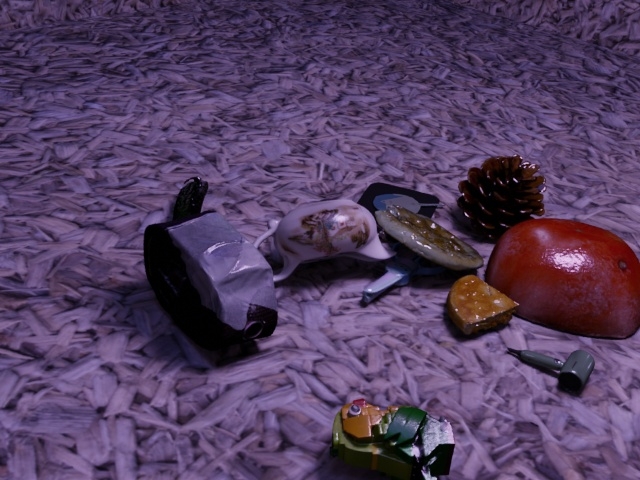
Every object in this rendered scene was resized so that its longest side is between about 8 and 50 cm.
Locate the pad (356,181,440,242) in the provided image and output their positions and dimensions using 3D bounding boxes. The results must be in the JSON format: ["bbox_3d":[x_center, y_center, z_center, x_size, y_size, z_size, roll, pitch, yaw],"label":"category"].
[{"bbox_3d":[0.170,-0.067,1.839,0.181,0.004,0.267,16,33,14],"label":"pad"}]

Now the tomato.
[{"bbox_3d":[0.503,0.042,1.587,0.338,0.144,0.338,7,30,-4],"label":"tomato"}]

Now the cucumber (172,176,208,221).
[{"bbox_3d":[-0.283,-0.055,1.679,0.067,0.067,0.245,4,32,-3],"label":"cucumber"}]

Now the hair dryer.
[{"bbox_3d":[0.398,0.211,1.383,0.150,0.047,0.071,17,33,30],"label":"hair dryer"}]

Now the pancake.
[{"bbox_3d":[0.229,-0.006,1.635,0.253,0.037,0.253,25,16,-8],"label":"pancake"}]

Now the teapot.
[{"bbox_3d":[0.000,0.000,1.559,0.298,0.139,0.204,-10,-3,-8],"label":"teapot"}]

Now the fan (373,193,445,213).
[{"bbox_3d":[0.211,-0.084,1.864,0.175,0.005,0.113,-1,31,-9],"label":"fan"}]

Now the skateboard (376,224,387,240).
[{"bbox_3d":[0.099,-0.016,1.715,0.083,0.032,0.064,-11,27,-24],"label":"skateboard"}]

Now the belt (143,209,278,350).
[{"bbox_3d":[-0.185,0.066,1.384,0.164,0.184,0.289,-13,41,-37],"label":"belt"}]

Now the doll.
[{"bbox_3d":[0.103,0.294,1.125,0.186,0.106,0.134,18,44,19],"label":"doll"}]

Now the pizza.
[{"bbox_3d":[0.303,0.131,1.491,0.134,0.046,0.175,14,32,15],"label":"pizza"}]

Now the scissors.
[{"bbox_3d":[0.158,0.066,1.587,0.125,0.030,0.256,22,32,28],"label":"scissors"}]

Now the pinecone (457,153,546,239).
[{"bbox_3d":[0.416,-0.104,1.767,0.208,0.208,0.208,5,31,-3],"label":"pinecone"}]
